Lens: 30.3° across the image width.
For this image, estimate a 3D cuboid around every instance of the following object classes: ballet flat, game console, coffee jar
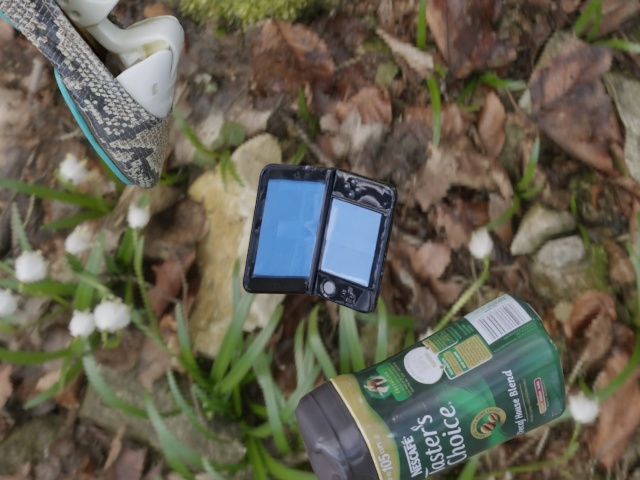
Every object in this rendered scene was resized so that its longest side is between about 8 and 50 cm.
[{"bbox_3d":[-0.274,-0.261,1.379,0.182,0.164,0.483,-25,125,16],"label":"ballet flat"},{"bbox_3d":[0.000,0.000,1.236,0.124,0.085,0.144,19,108,30],"label":"game console"},{"bbox_3d":[0.076,0.117,0.831,0.184,0.079,0.096,-25,131,-8],"label":"coffee jar"}]
